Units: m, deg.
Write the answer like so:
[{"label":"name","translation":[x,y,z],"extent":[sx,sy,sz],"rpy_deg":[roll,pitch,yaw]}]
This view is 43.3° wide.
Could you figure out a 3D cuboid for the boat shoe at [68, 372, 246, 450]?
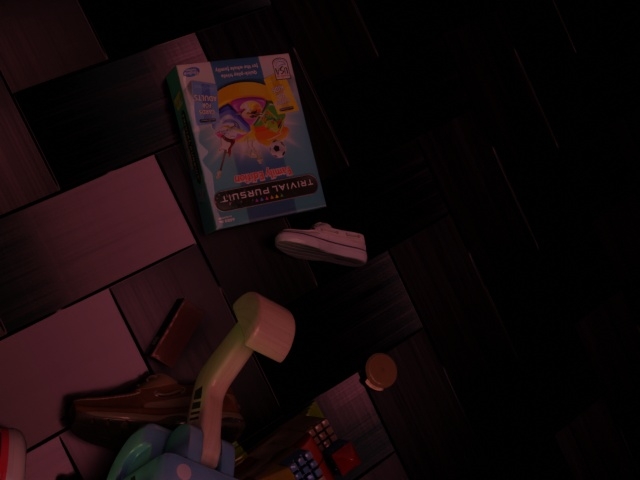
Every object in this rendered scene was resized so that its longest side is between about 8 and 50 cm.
[{"label":"boat shoe","translation":[-0.301,0.315,1.503],"extent":[0.324,0.122,0.119],"rpy_deg":[10,48,-28]}]

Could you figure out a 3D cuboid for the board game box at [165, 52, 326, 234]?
[{"label":"board game box","translation":[-0.150,-0.203,1.664],"extent":[0.254,0.079,0.336],"rpy_deg":[-14,89,-27]}]

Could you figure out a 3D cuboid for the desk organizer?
[{"label":"desk organizer","translation":[-0.281,0.179,1.560],"extent":[0.050,0.047,0.130],"rpy_deg":[36,68,-20]}]

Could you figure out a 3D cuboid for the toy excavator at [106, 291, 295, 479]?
[{"label":"toy excavator","translation":[-0.218,0.349,1.352],"extent":[0.222,0.433,0.445],"rpy_deg":[30,38,-29]}]

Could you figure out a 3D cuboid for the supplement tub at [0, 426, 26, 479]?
[{"label":"supplement tub","translation":[-0.621,0.384,1.277],"extent":[0.272,0.191,0.191],"rpy_deg":[12,77,-25]}]

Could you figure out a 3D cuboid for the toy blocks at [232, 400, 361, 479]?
[{"label":"toy blocks","translation":[-0.079,0.450,1.501],"extent":[0.381,0.261,0.190],"rpy_deg":[-31,97,-27]}]

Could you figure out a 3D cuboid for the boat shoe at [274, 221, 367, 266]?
[{"label":"boat shoe","translation":[0.000,0.000,1.720],"extent":[0.226,0.083,0.075],"rpy_deg":[16,63,-36]}]

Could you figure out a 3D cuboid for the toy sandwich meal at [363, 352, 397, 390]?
[{"label":"toy sandwich meal","translation":[0.129,0.288,1.762],"extent":[0.086,0.029,0.085],"rpy_deg":[8,68,-22]}]
